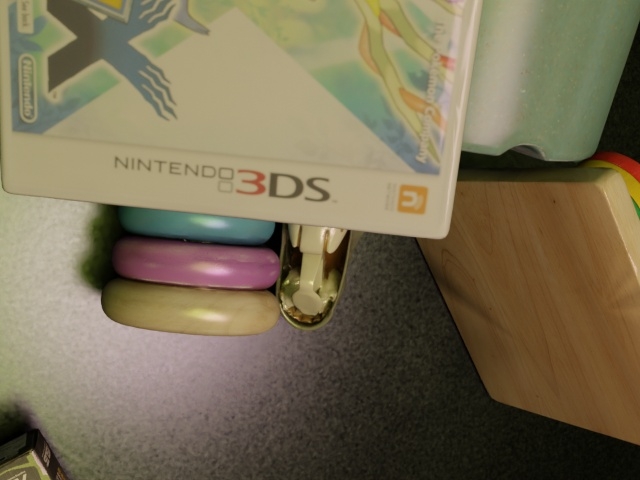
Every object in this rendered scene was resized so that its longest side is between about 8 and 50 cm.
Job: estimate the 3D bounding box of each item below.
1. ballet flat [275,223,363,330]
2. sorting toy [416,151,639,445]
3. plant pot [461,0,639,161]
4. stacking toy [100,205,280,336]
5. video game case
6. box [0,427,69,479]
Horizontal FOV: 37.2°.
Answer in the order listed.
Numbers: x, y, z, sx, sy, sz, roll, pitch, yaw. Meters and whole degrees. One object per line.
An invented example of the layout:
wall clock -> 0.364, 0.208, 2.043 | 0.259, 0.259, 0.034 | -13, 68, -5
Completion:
ballet flat -> 0.000, 0.000, 0.770 | 0.072, 0.213, 0.068 | 13, 50, 5
sorting toy -> 0.216, 0.038, 0.830 | 0.089, 0.255, 0.257 | -35, 111, -24
plant pot -> 0.116, -0.247, 0.717 | 0.341, 0.341, 0.334 | 4, 106, -24
stacking toy -> -0.087, -0.096, 0.753 | 0.141, 0.141, 0.330 | 6, 90, -24
video game case -> -0.049, -0.171, 0.579 | 0.300, 0.036, 0.329 | 6, 111, 1
box -> -0.283, 0.282, 0.739 | 0.231, 0.056, 0.183 | -28, 104, -10
